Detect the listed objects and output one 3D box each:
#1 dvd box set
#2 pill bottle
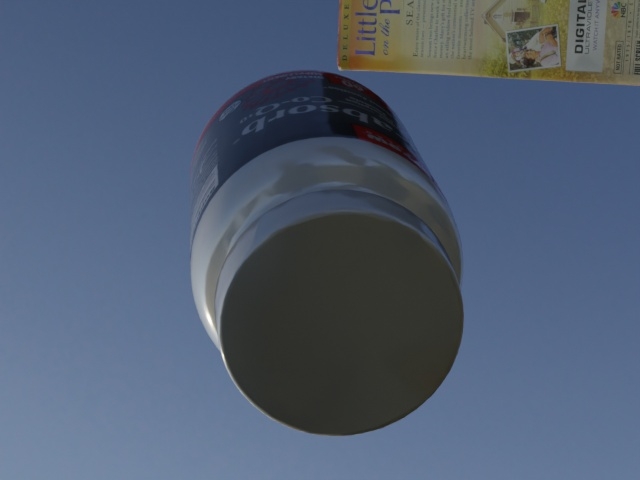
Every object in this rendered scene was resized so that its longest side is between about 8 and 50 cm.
[{"bbox_3d":[0.206,-0.328,1.539,0.062,0.420,0.308,-7,-79,-52],"label":"dvd box set"},{"bbox_3d":[0.000,0.000,1.129,0.210,0.363,0.210,-2,-70,-5],"label":"pill bottle"}]
